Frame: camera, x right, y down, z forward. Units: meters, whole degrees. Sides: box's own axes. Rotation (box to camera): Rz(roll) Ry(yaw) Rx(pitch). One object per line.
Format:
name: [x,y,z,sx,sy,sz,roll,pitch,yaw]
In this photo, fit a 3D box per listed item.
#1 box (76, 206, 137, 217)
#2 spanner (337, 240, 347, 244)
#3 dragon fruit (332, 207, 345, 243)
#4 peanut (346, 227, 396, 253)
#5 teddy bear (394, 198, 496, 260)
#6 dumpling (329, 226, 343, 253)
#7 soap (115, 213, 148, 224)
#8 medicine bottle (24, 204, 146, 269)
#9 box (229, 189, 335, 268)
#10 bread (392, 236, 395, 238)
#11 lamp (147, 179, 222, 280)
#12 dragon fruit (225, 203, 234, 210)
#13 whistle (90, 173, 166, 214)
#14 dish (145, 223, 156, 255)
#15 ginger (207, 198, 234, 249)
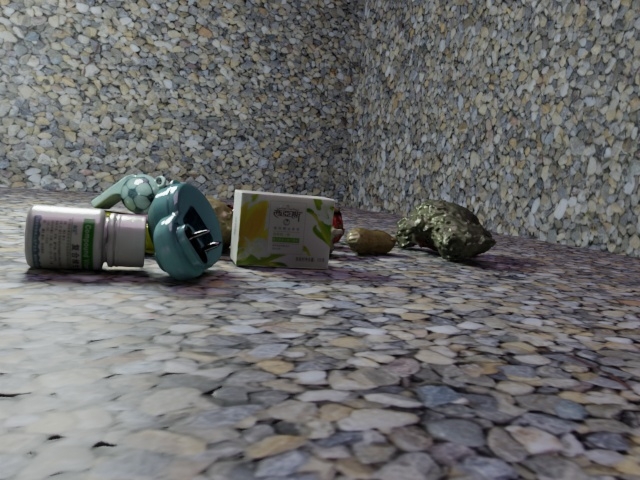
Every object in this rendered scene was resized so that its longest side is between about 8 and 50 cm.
box: [-0.781,-0.087,2.069,0.278,0.041,0.153,7,6,4]
spanner: [0.000,0.000,2.108,0.254,0.015,0.054,5,5,-3]
dragon fruit: [-0.014,-0.052,1.968,0.172,0.160,0.167,-5,54,-41]
peanut: [0.168,0.002,1.921,0.214,0.100,0.099,-2,10,-35]
teddy bear: [0.448,-0.012,2.015,0.357,0.225,0.367,8,22,3]
dumpling: [-0.007,-0.005,1.772,0.199,0.118,0.136,-22,18,-26]
soap: [-0.560,-0.047,1.821,0.203,0.066,0.122,1,8,-32]
medicine bottle: [-0.503,-0.003,1.234,0.236,0.139,0.139,5,7,-18]
box: [-0.105,-0.029,1.527,0.260,0.195,0.111,3,7,-16]
bread: [0.224,-0.002,2.263,0.153,0.028,0.068,5,9,10]
lamp: [-0.306,-0.016,1.286,0.147,0.209,0.284,-30,26,-2]
dragon fruit: [-0.231,-0.080,2.224,0.343,0.100,0.282,7,5,-14]
whistle: [-0.680,-0.151,2.077,0.289,0.164,0.163,-31,-1,14]
dish: [-0.429,-0.001,1.511,0.207,0.080,0.148,11,5,44]
ginger: [-0.232,-0.045,1.656,0.303,0.155,0.244,-4,-19,-11]
